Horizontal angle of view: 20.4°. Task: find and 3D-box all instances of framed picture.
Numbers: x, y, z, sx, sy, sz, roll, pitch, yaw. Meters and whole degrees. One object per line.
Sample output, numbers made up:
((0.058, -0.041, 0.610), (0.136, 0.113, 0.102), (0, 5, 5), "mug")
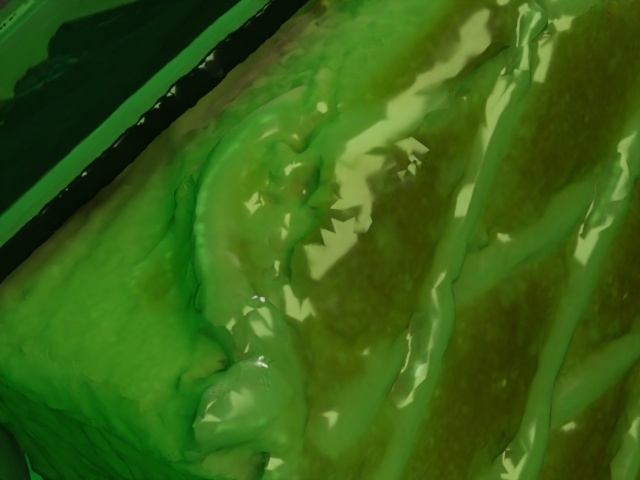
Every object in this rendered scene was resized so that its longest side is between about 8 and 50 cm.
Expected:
((-0.126, -0.071, 0.837), (0.265, 0.192, 0.018), (-43, 125, -4), "framed picture")

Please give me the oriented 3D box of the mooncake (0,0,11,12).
((-0.145, -0.178, 1.028), (0.283, 0.141, 0.283), (6, 79, -32), "mooncake")

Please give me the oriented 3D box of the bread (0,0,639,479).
((0.039, 0.024, 0.913), (0.390, 0.279, 0.371), (-51, 129, -24), "bread")

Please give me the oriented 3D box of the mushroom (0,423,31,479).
((-0.202, 0.136, 0.920), (0.109, 0.097, 0.351), (-7, 81, -32), "mushroom")
